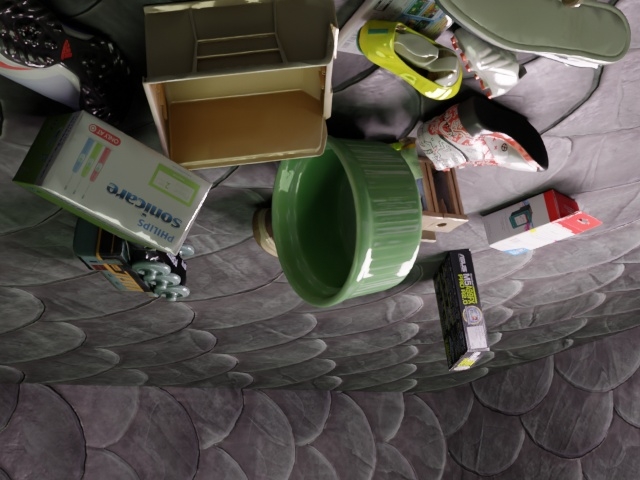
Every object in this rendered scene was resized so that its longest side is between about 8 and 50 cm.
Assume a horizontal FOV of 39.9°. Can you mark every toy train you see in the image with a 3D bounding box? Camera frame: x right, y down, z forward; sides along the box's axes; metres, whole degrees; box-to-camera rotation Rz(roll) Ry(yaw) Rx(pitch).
[{"bbox_3d":[-0.377,0.032,1.822,0.190,0.142,0.334,3,162,5],"label":"toy train"}]

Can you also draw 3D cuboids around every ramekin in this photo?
[{"bbox_3d":[0.047,-0.040,1.563,0.148,0.304,0.303,-5,160,-30],"label":"ramekin"}]

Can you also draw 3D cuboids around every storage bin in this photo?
[{"bbox_3d":[-0.108,-0.220,1.261,0.260,0.123,0.262,-6,159,-4],"label":"storage bin"}]

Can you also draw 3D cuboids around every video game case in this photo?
[{"bbox_3d":[0.113,-0.310,1.258,0.143,0.019,0.157,3,156,-29],"label":"video game case"}]

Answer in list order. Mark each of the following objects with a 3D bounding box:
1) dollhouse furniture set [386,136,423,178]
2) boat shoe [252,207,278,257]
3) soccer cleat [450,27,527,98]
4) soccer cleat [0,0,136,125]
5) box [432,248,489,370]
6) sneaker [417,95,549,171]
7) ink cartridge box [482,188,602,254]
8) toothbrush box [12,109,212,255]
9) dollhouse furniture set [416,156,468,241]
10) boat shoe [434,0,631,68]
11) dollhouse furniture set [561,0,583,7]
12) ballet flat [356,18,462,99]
[{"bbox_3d":[0.131,-0.141,1.598,0.058,0.076,0.151,-9,-179,-12],"label":"dollhouse furniture set"},{"bbox_3d":[0.000,0.000,1.895,0.123,0.123,0.342,-19,151,30],"label":"boat shoe"},{"bbox_3d":[0.257,-0.281,1.338,0.076,0.068,0.196,-32,154,17],"label":"soccer cleat"},{"bbox_3d":[-0.363,-0.241,1.169,0.116,0.109,0.318,12,173,23],"label":"soccer cleat"},{"bbox_3d":[0.363,0.185,2.304,0.060,0.270,0.216,-5,158,-6],"label":"box"},{"bbox_3d":[0.291,-0.171,1.598,0.145,0.090,0.270,-24,151,38],"label":"sneaker"},{"bbox_3d":[0.508,-0.046,2.023,0.231,0.078,0.134,-23,156,34],"label":"ink cartridge box"},{"bbox_3d":[-0.314,-0.085,1.293,0.206,0.122,0.283,30,173,-25],"label":"toothbrush box"},{"bbox_3d":[0.177,-0.067,1.763,0.128,0.129,0.183,5,156,-31],"label":"dollhouse furniture set"},{"bbox_3d":[0.275,-0.303,1.209,0.319,0.116,0.099,10,178,-25],"label":"boat shoe"},{"bbox_3d":[0.287,-0.352,1.013,0.212,0.161,0.242,4,156,-31],"label":"dollhouse furniture set"},{"bbox_3d":[0.150,-0.258,1.262,0.231,0.077,0.077,15,169,-43],"label":"ballet flat"}]
